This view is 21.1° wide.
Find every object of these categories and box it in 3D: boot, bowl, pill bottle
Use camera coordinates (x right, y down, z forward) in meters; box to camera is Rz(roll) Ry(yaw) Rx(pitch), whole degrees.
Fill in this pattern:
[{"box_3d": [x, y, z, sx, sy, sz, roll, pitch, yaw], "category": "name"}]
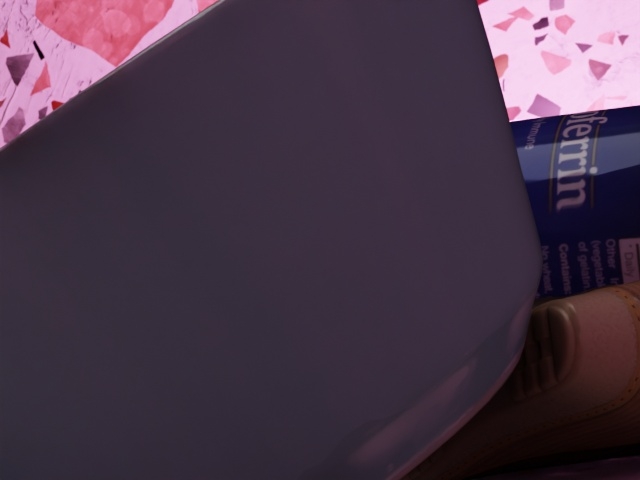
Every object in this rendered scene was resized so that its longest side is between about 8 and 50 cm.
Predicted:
[{"box_3d": [0.139, 0.068, 0.784, 0.207, 0.090, 0.248, 4, -12, -26], "category": "boot"}, {"box_3d": [-0.041, 0.023, 0.646, 0.311, 0.163, 0.311, -33, 4, 3], "category": "bowl"}, {"box_3d": [0.177, 0.004, 0.899, 0.264, 0.153, 0.153, -6, 2, 20], "category": "pill bottle"}]
